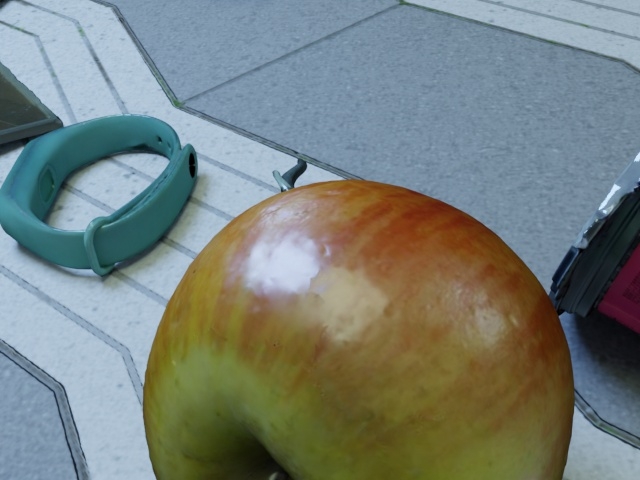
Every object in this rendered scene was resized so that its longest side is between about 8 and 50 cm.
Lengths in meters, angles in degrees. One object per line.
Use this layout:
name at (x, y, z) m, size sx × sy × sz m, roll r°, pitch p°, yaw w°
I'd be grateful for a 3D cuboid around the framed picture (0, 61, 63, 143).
framed picture at (-0.491, -0.185, 1.086) m, size 0.209 × 0.019 × 0.281 m, roll -20°, pitch 42°, yaw -31°

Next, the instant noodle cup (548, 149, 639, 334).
instant noodle cup at (0.327, 0.004, 0.655) m, size 0.181 × 0.258 × 0.302 m, roll 37°, pitch 56°, yaw 20°

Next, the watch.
watch at (-0.243, -0.056, 0.906) m, size 0.195 × 0.068 × 0.237 m, roll 1°, pitch 38°, yaw 5°

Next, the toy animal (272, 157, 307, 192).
toy animal at (-0.010, 0.002, 0.800) m, size 0.137 × 0.082 × 0.269 m, roll -22°, pitch 40°, yaw -21°

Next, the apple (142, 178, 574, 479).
apple at (0.029, 0.103, 0.533) m, size 0.286 × 0.286 × 0.233 m, roll 22°, pitch 29°, yaw 28°
